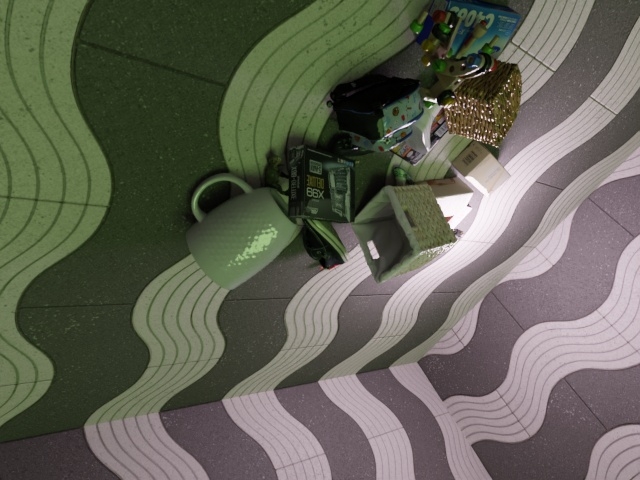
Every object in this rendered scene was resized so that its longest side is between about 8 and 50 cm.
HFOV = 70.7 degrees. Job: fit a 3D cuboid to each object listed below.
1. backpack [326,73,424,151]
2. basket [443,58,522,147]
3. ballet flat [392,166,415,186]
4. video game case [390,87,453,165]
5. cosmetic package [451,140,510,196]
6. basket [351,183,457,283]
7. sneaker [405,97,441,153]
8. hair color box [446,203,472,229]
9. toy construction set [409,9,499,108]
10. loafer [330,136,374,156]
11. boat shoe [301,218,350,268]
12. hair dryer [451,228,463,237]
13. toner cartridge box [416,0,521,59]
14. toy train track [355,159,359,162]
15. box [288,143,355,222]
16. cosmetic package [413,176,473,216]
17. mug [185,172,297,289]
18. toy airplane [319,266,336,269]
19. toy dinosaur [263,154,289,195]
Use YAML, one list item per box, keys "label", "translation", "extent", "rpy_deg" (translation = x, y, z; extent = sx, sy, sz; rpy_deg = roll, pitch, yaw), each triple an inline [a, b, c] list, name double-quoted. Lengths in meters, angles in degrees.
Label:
- label: "backpack"
  translation: [0.208, -0.428, 1.493]
  extent: [0.263, 0.276, 0.213]
  rpy_deg: [-37, 132, -16]
- label: "basket"
  translation: [0.609, -0.536, 1.697]
  extent: [0.214, 0.222, 0.299]
  rpy_deg: [-56, 147, -10]
- label: "ballet flat"
  translation: [0.367, -0.259, 1.985]
  extent: [0.070, 0.070, 0.188]
  rpy_deg: [-42, 143, 15]
- label: "video game case"
  translation: [0.405, -0.447, 1.818]
  extent: [0.248, 0.035, 0.275]
  rpy_deg: [16, 124, -47]
- label: "cosmetic package"
  translation: [0.774, -0.339, 2.165]
  extent: [0.160, 0.113, 0.309]
  rpy_deg: [-47, 142, 20]
- label: "basket"
  translation: [0.356, -0.033, 1.984]
  extent: [0.266, 0.329, 0.331]
  rpy_deg: [-10, 158, -32]
- label: "sneaker"
  translation: [0.397, -0.441, 1.689]
  extent: [0.169, 0.108, 0.292]
  rpy_deg: [-60, 167, -2]
- label: "hair color box"
  translation: [0.724, -0.136, 2.430]
  extent: [0.093, 0.053, 0.167]
  rpy_deg: [9, 130, -41]
- label: "toy construction set"
  translation: [0.405, -0.558, 1.423]
  extent: [0.308, 0.257, 0.237]
  rpy_deg: [-37, 169, -42]
- label: "loafer"
  translation: [0.136, -0.357, 1.702]
  extent: [0.223, 0.076, 0.078]
  rpy_deg: [-12, 176, -31]
- label: "boat shoe"
  translation: [0.000, 0.000, 1.923]
  extent: [0.155, 0.187, 0.500]
  rpy_deg: [-28, 154, 3]
- label: "hair dryer"
  translation: [0.603, -0.021, 2.420]
  extent: [0.293, 0.080, 0.223]
  rpy_deg: [19, 146, -33]
- label: "toner cartridge box"
  translation: [0.503, -0.716, 1.524]
  extent: [0.347, 0.075, 0.165]
  rpy_deg: [-9, 141, -30]
- label: "toy train track"
  translation: [0.120, -0.298, 1.803]
  extent: [0.083, 0.014, 0.048]
  rpy_deg: [-28, 145, -6]
- label: "box"
  translation: [0.011, -0.193, 1.631]
  extent: [0.076, 0.243, 0.307]
  rpy_deg: [-2, 176, 38]
- label: "cosmetic package"
  translation: [0.560, -0.200, 2.159]
  extent: [0.295, 0.129, 0.153]
  rpy_deg: [-9, 138, -29]
- label: "mug"
  translation: [-0.288, -0.063, 1.588]
  extent: [0.328, 0.276, 0.374]
  rpy_deg: [-35, 112, 9]
- label: "toy airplane"
  translation: [0.065, 0.113, 2.255]
  extent: [0.151, 0.028, 0.151]
  rpy_deg: [-19, 144, -15]
- label: "toy dinosaur"
  translation: [-0.159, -0.215, 1.654]
  extent: [0.118, 0.064, 0.268]
  rpy_deg: [3, 137, -20]
